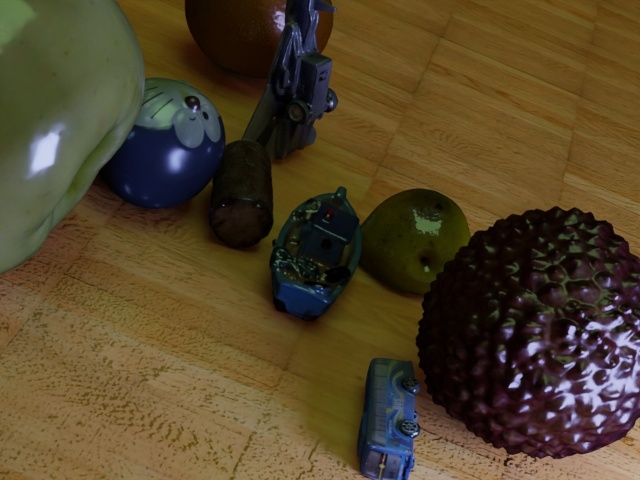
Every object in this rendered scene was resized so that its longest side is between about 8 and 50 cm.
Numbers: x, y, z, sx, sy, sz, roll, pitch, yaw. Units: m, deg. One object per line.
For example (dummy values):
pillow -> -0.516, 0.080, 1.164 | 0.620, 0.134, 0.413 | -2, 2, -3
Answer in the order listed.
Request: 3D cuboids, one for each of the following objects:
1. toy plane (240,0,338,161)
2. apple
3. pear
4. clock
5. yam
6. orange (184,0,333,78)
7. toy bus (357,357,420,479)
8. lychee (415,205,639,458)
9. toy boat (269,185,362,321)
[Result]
toy plane -> -0.020, -0.225, 1.725 | 0.088, 0.267, 0.212 | 28, 31, 20
apple -> -0.352, -0.150, 1.330 | 0.357, 0.357, 0.357 | 16, 32, -10
pear -> 0.116, -0.008, 1.642 | 0.141, 0.104, 0.141 | 16, 28, -9
clock -> -0.216, -0.139, 1.593 | 0.199, 0.146, 0.243 | -22, 48, -42
yam -> -0.093, -0.055, 1.607 | 0.079, 0.079, 0.141 | 14, 33, -13
orange -> -0.082, -0.317, 1.896 | 0.206, 0.206, 0.206 | 16, 32, -10
toy bus -> 0.070, 0.180, 1.381 | 0.061, 0.051, 0.153 | 8, 33, 1
lychee -> 0.241, 0.092, 1.416 | 0.300, 0.264, 0.264 | -11, 42, -18
toy boat -> 0.000, 0.000, 1.561 | 0.100, 0.097, 0.223 | 24, 32, -2
